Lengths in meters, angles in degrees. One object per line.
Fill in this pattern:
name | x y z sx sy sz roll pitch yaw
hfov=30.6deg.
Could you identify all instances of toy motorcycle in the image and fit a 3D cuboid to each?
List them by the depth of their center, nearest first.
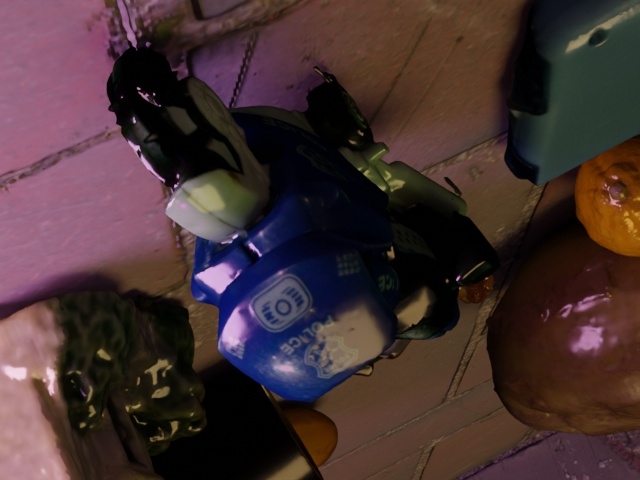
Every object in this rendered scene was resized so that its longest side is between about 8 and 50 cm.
toy motorcycle | 0.000 0.000 0.680 0.125 0.196 0.331 -35 158 15

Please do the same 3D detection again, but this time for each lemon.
lemon | 0.297 -0.042 1.109 0.114 0.114 0.155 -36 158 18

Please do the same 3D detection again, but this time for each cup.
cup | -0.119 0.212 1.183 0.177 0.239 0.166 -33 119 -4

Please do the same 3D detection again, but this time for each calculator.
calculator | 0.218 -0.131 0.872 0.173 0.051 0.293 -26 160 -5

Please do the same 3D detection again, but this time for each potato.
potato | 0.298 0.094 1.271 0.237 0.301 0.289 -15 118 -1

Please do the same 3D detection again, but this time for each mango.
mango | -0.038 0.241 1.408 0.098 0.075 0.190 -42 151 19

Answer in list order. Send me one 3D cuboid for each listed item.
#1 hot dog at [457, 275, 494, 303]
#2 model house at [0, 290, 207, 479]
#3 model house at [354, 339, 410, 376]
hot dog | 0.113 0.036 1.122 0.099 0.065 0.147 -18 162 -2
model house | -0.180 0.215 0.871 0.261 0.266 0.321 -27 161 5
model house | 0.006 0.058 1.006 0.165 0.106 0.152 16 159 -12
